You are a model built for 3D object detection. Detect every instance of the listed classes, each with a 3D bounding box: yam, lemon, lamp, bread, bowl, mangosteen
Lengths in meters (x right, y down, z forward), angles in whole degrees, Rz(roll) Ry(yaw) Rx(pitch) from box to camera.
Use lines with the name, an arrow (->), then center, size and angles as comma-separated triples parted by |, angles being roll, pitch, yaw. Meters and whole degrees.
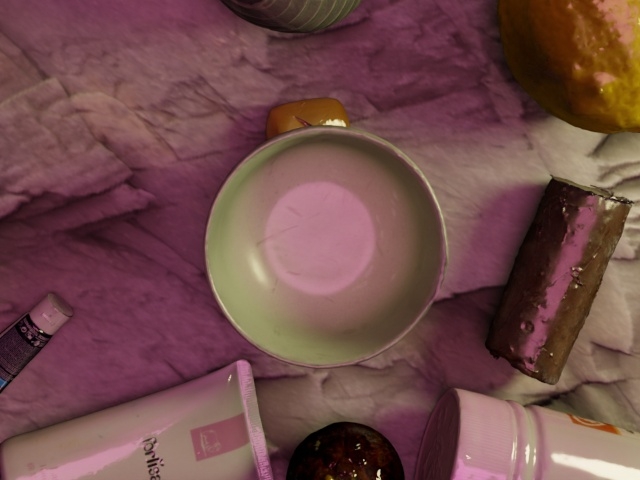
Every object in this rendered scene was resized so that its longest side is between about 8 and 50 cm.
yam -> 0.321, 0.047, 1.419 | 0.131, 0.131, 0.280 | 22, 93, -7
lemon -> 0.367, -0.274, 1.333 | 0.268, 0.268, 0.322 | -23, 98, -3
lamp -> -0.048, -0.391, 1.302 | 0.265, 0.233, 0.233 | 32, 91, 6
bread -> -0.016, -0.150, 1.402 | 0.115, 0.056, 0.082 | -6, 96, -5
bowl -> 0.000, 0.000, 1.356 | 0.307, 0.163, 0.307 | -1, 99, -6
mangosteen -> 0.038, 0.335, 1.403 | 0.172, 0.172, 0.184 | -31, 131, -3

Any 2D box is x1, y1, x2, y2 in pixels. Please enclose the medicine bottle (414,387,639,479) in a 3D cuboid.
medicine bottle -> 0.301, 0.328, 1.397 | 0.316, 0.202, 0.202 | 16, 93, -7

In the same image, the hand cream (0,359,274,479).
hand cream -> -0.250, 0.289, 1.391 | 0.358, 0.118, 0.185 | -12, 92, -10

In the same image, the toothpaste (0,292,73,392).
toothpaste -> -0.419, 0.149, 1.395 | 0.193, 0.045, 0.071 | -44, 89, 5
